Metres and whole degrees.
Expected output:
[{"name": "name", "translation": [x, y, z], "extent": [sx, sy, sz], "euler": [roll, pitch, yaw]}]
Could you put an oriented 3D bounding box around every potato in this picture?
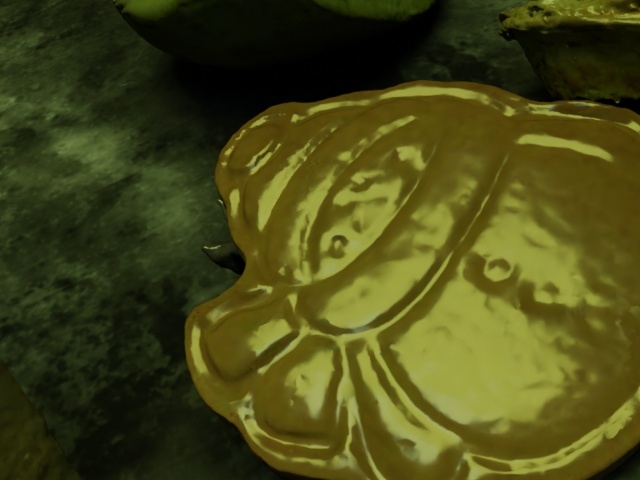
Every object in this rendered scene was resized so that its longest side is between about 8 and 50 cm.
[{"name": "potato", "translation": [-0.051, -0.273, 0.955], "extent": [0.280, 0.213, 0.330], "euler": [-10, 50, 36]}]

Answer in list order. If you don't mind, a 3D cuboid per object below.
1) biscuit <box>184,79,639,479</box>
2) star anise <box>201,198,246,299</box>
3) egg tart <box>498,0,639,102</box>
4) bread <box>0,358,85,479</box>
[{"name": "biscuit", "translation": [0.069, 0.022, 0.614], "extent": [0.351, 0.057, 0.312], "euler": [15, 63, 21]}, {"name": "star anise", "translation": [0.000, 0.000, 0.720], "extent": [0.180, 0.061, 0.204], "euler": [-30, 44, -3]}, {"name": "egg tart", "translation": [0.240, -0.149, 0.736], "extent": [0.212, 0.090, 0.212], "euler": [3, 7, 0]}, {"name": "bread", "translation": [-0.329, 0.168, 0.555], "extent": [0.279, 0.207, 0.279], "euler": [16, 54, 34]}]
